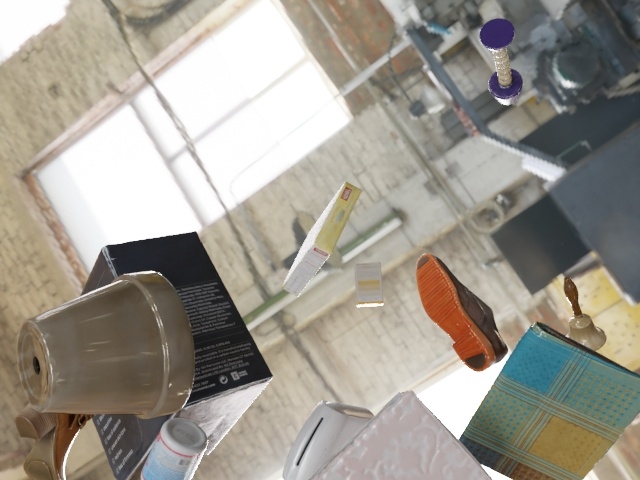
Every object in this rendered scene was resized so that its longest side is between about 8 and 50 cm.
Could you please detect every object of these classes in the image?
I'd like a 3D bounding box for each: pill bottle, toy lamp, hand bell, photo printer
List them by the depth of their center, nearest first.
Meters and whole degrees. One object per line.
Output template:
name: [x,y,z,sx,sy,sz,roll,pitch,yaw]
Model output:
pill bottle: [-0.269,0.404,1.485,0.087,0.160,0.087,23,-159,-10]
toy lamp: [0.389,-0.371,1.775,0.080,0.080,0.275,61,-173,25]
photo printer: [0.024,0.569,2.284,0.107,0.256,0.307,27,177,28]
hand bell: [0.759,0.205,2.456,0.126,0.126,0.242,-100,-12,-62]

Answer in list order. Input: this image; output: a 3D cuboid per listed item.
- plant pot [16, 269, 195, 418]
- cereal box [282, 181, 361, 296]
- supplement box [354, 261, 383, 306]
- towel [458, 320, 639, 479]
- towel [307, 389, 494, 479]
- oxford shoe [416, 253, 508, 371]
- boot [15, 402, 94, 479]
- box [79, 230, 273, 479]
plant pot: [-0.462,0.237,1.732,0.281,0.323,0.323,-8,-121,-40]
cereal box: [0.000,0.000,1.757,0.047,0.240,0.173,29,-122,-4]
supplement box: [0.111,0.101,1.914,0.036,0.062,0.098,85,-178,-77]
towel: [0.469,0.360,1.694,0.272,0.370,0.040,27,-149,6]
towel: [0.145,0.493,1.557,0.317,0.332,0.053,49,174,-11]
oxford shoe: [0.392,0.192,2.319,0.133,0.130,0.363,-15,-110,-40]
boot: [-0.612,0.457,1.990,0.220,0.109,0.283,-45,-47,-52]
box: [-0.430,0.312,2.201,0.298,0.480,0.471,-13,-118,-40]
